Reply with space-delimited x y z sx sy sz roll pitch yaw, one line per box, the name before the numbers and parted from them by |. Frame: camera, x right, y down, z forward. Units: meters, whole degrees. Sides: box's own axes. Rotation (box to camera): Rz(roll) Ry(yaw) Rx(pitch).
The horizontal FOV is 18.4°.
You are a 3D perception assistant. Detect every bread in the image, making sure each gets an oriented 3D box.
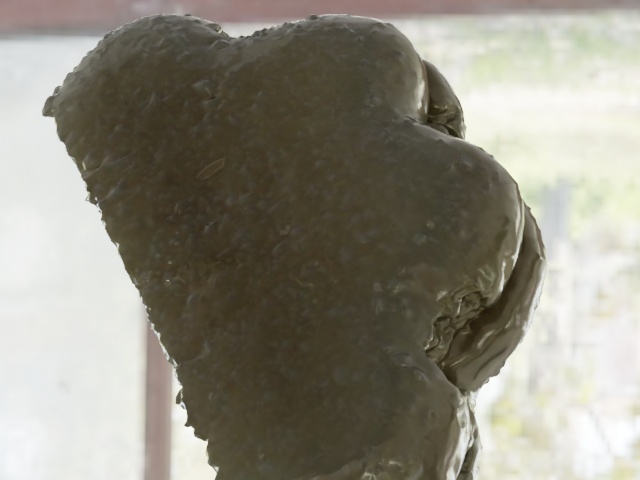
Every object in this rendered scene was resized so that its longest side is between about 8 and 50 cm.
bread | -0.004 -0.001 0.904 0.183 0.337 0.102 -36 139 7
